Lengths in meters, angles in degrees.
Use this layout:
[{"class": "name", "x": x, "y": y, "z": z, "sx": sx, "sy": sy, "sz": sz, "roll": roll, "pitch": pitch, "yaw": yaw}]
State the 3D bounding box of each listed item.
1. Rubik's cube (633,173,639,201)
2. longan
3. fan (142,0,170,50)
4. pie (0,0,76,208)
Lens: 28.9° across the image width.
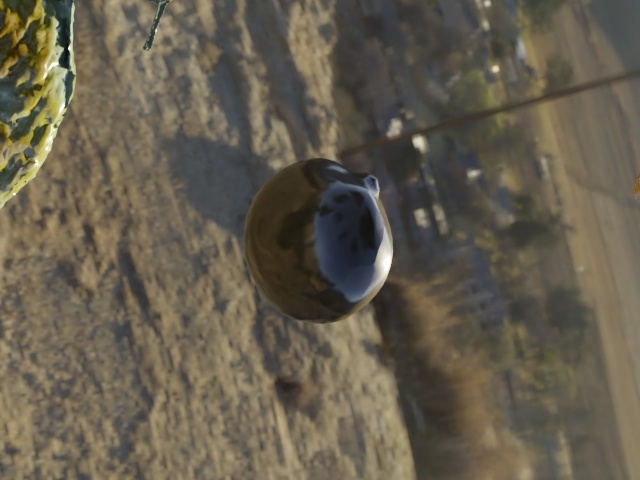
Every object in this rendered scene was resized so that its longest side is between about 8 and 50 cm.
[{"class": "Rubik's cube", "x": 0.549, "y": -0.122, "z": 1.263, "sx": 0.290, "sy": 0.291, "sz": 0.292, "roll": 31, "pitch": 74, "yaw": -8}, {"class": "longan", "x": 0.000, "y": 0.000, "z": 1.333, "sx": 0.189, "sy": 0.189, "sz": 0.189, "roll": 45, "pitch": 37, "yaw": -48}, {"class": "fan", "x": -0.140, "y": -0.242, "z": 1.156, "sx": 0.113, "sy": 0.175, "sz": 0.005, "roll": -13, "pitch": 57, "yaw": -35}, {"class": "pie", "x": -0.405, "y": -0.162, "z": 1.083, "sx": 0.395, "sy": 0.180, "sz": 0.418, "roll": 11, "pitch": 91, "yaw": -48}]
